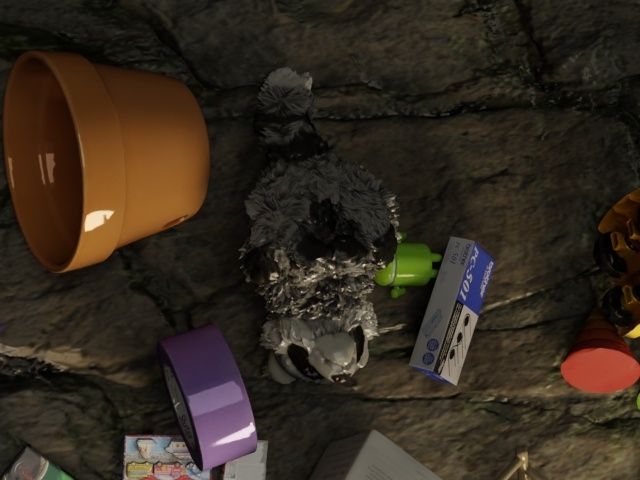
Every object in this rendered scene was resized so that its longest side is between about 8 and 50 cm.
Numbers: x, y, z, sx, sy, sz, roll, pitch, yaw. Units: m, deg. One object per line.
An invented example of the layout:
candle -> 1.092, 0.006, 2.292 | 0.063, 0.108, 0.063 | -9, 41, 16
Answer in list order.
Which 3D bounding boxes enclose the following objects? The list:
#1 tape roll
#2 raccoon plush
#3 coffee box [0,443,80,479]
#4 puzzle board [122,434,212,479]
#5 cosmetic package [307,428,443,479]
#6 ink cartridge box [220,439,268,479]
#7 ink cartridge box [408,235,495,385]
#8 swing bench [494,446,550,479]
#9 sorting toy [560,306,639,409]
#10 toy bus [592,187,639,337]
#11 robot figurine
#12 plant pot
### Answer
tape roll -> -0.157, 0.214, 1.518 | 0.080, 0.189, 0.189 | -18, 89, -17
raccoon plush -> 0.000, 0.000, 1.630 | 0.216, 0.299, 0.446 | 4, 50, 0
coffee box -> -0.364, 0.376, 1.520 | 0.184, 0.040, 0.113 | 39, 75, -8
puzzle board -> -0.218, 0.327, 1.581 | 0.128, 0.011, 0.096 | 3, 83, -16
cosmetic package -> 0.058, 0.391, 1.559 | 0.151, 0.151, 0.183 | 38, 60, -9
ink cartridge box -> -0.112, 0.344, 1.600 | 0.063, 0.029, 0.115 | 8, 81, -14
ink cartridge box -> 0.201, 0.107, 1.676 | 0.097, 0.046, 0.207 | 35, 71, -56
swing bench -> 0.257, 0.481, 1.566 | 0.165, 0.254, 0.253 | 34, 51, 28
sorting toy -> 0.551, 0.203, 1.779 | 0.366, 0.127, 0.126 | 22, 49, -15
toy bus -> 0.558, 0.050, 1.739 | 0.212, 0.149, 0.220 | 14, 56, -21
robot figurine -> 0.125, 0.036, 1.678 | 0.115, 0.067, 0.101 | 0, 95, -15
plant pot -> -0.281, -0.114, 1.488 | 0.204, 0.291, 0.290 | -10, 87, -32
